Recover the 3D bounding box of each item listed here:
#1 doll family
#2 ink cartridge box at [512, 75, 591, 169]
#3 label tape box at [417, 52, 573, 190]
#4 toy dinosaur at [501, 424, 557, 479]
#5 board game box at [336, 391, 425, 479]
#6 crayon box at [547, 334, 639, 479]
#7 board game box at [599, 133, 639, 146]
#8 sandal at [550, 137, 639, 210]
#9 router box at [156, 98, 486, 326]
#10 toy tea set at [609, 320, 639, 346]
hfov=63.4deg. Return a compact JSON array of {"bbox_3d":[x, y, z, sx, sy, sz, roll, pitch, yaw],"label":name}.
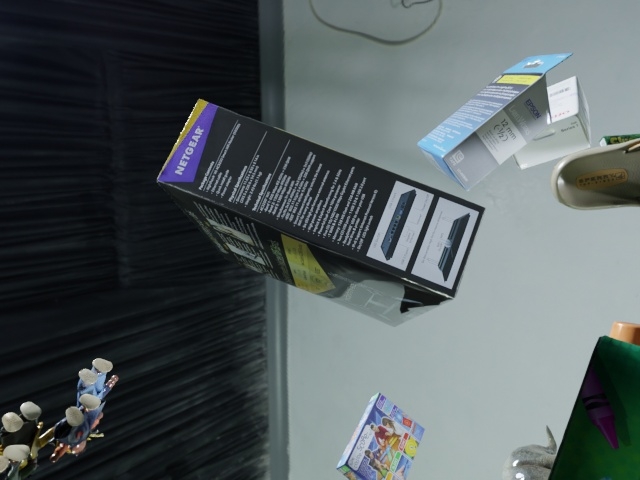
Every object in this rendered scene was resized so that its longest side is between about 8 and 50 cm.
[{"bbox_3d":[-0.299,0.217,0.583,0.076,0.193,0.111,37,128,23],"label":"doll family"},{"bbox_3d":[0.675,-0.349,1.535,0.202,0.278,0.117,-18,117,35],"label":"ink cartridge box"},{"bbox_3d":[0.425,-0.291,1.246,0.348,0.249,0.115,-38,106,9],"label":"label tape box"},{"bbox_3d":[0.364,0.397,0.850,0.161,0.313,0.120,-3,120,17],"label":"toy dinosaur"},{"bbox_3d":[0.134,0.446,1.116,0.136,0.201,0.035,39,133,2],"label":"board game box"},{"bbox_3d":[0.252,0.209,0.423,0.081,0.278,0.165,16,69,37],"label":"crayon box"},{"bbox_3d":[0.806,-0.194,1.217,0.030,0.260,0.136,92,174,-66],"label":"board game box"},{"bbox_3d":[0.280,-0.062,0.419,0.180,0.049,0.072,-13,92,33],"label":"sandal"},{"bbox_3d":[0.000,0.000,0.537,0.243,0.309,0.080,22,78,4],"label":"router box"},{"bbox_3d":[0.682,0.230,0.899,0.336,0.200,0.124,7,89,56],"label":"toy tea set"}]
